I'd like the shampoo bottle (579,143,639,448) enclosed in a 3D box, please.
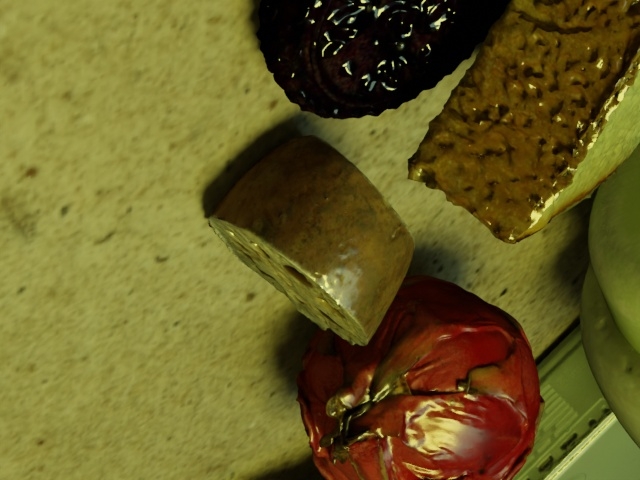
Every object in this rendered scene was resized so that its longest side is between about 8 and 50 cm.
[{"bbox_3d":[0.364,0.057,1.385,0.322,0.322,0.317,-36,128,-10],"label":"shampoo bottle"}]

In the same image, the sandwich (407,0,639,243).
[{"bbox_3d":[0.198,-0.165,1.069,0.301,0.099,0.271,-61,168,28],"label":"sandwich"}]

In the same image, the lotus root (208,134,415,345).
[{"bbox_3d":[0.002,0.002,1.102,0.081,0.112,0.122,-45,151,-9],"label":"lotus root"}]

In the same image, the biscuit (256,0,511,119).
[{"bbox_3d":[0.048,-0.148,1.017,0.194,0.053,0.194,-29,149,-20],"label":"biscuit"}]

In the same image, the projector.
[{"bbox_3d":[0.249,0.176,1.654,0.192,0.099,0.256,-45,150,8],"label":"projector"}]

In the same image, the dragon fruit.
[{"bbox_3d":[0.071,0.111,1.277,0.172,0.172,0.209,-44,166,5],"label":"dragon fruit"}]
